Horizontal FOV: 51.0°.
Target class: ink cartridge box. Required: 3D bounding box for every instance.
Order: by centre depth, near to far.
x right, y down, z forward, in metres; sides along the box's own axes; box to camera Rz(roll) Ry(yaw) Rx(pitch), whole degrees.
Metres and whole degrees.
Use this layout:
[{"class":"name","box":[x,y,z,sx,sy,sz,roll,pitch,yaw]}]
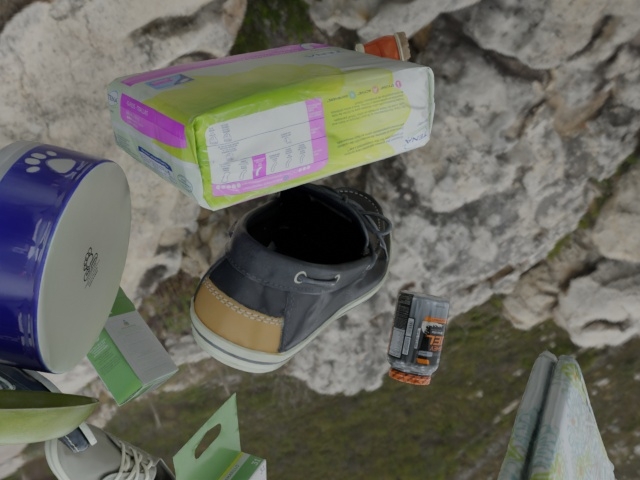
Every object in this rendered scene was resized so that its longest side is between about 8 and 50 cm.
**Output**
[{"class":"ink cartridge box","box":[-0.146,0.379,1.022,0.171,0.056,0.235,-41,138,-57]},{"class":"ink cartridge box","box":[-0.336,0.158,1.103,0.062,0.209,0.109,-40,171,15]}]

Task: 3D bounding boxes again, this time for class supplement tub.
[{"class":"supplement tub","box":[0.210,0.210,1.463,0.117,0.117,0.190,10,90,-51]}]

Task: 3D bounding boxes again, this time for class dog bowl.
[{"class":"dog bowl","box":[-0.322,0.020,0.797,0.104,0.264,0.264,12,145,1]}]

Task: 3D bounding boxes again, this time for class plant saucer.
[{"class":"plant saucer","box":[-0.344,0.171,0.658,0.241,0.037,0.241,3,170,1]}]

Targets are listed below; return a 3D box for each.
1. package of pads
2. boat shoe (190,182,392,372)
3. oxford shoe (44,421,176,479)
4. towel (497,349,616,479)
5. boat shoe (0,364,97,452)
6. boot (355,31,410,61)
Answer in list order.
[{"class":"package of pads","box":[-0.050,-0.141,0.736,0.297,0.229,0.101,-20,121,-30]},{"class":"boat shoe","box":[0.000,0.000,0.909,0.500,0.187,0.155,-38,152,-63]},{"class":"oxford shoe","box":[-0.483,0.546,1.614,0.130,0.169,0.449,-16,136,17]},{"class":"towel","box":[0.372,0.406,1.053,0.090,0.320,0.374,-10,-152,35]},{"class":"boat shoe","box":[-0.394,0.198,0.861,0.079,0.255,0.095,-43,159,-36]},{"class":"boot","box":[0.098,-0.233,1.009,0.085,0.157,0.059,-9,166,-4]}]
